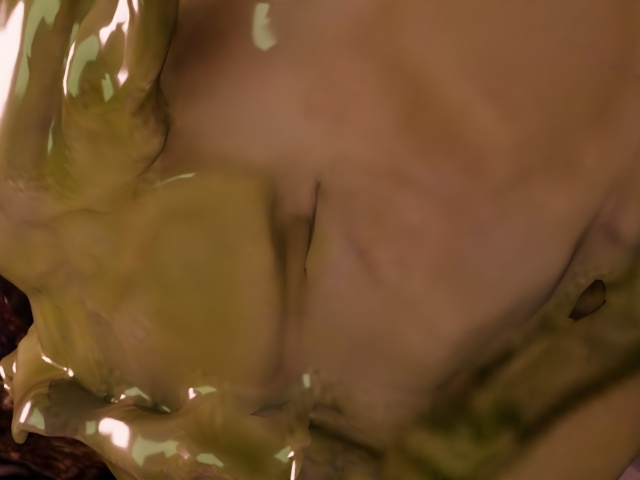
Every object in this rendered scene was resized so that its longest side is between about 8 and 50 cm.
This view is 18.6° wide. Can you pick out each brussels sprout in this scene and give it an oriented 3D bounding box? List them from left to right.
[{"bbox_3d":[0.018,-0.070,0.866,0.425,0.342,0.361,-64,20,-5],"label":"brussels sprout"}]

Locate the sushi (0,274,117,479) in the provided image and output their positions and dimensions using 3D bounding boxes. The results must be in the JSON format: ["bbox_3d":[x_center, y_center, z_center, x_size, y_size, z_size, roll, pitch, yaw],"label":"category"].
[{"bbox_3d":[-0.188,0.019,1.565,0.294,0.281,0.299,-47,38,49],"label":"sushi"}]
